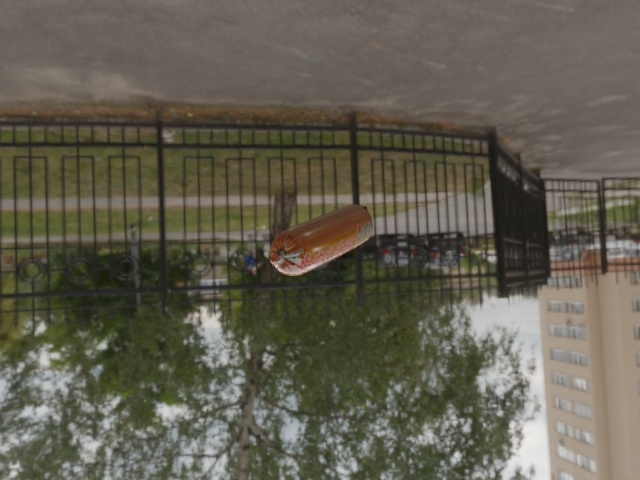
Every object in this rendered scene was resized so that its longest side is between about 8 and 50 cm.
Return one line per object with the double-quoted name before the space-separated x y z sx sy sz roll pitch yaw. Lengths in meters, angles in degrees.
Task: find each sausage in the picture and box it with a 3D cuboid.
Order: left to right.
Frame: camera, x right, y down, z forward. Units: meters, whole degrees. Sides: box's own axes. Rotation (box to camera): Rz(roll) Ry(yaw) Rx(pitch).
"sausage" 0.000 0.000 0.386 0.031 0.031 0.107 -5 -169 29
